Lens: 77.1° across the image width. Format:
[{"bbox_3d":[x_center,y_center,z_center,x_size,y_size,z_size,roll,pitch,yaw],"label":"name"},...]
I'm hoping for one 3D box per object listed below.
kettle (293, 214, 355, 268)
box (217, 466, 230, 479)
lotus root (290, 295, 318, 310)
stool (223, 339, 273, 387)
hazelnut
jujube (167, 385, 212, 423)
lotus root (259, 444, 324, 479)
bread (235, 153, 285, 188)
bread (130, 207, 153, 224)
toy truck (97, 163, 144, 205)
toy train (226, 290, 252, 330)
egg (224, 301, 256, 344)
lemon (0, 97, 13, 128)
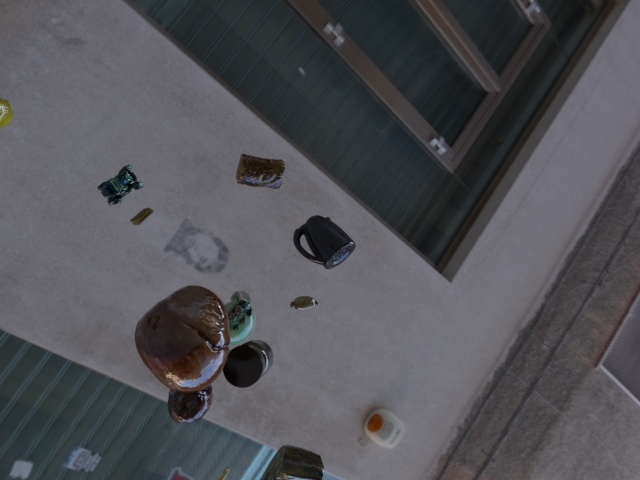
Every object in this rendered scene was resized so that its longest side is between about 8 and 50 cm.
[{"bbox_3d":[0.000,0.000,2.171,0.268,0.290,0.207,-32,160,-21],"label":"kettle"},{"bbox_3d":[-0.403,0.953,1.549,0.149,0.020,0.073,-40,154,-58],"label":"box"},{"bbox_3d":[-0.083,0.307,1.967,0.062,0.150,0.073,-61,-141,46],"label":"lotus root"},{"bbox_3d":[-0.326,0.560,1.855,0.179,0.179,0.264,-54,173,-4],"label":"stool"},{"bbox_3d":[-0.463,0.343,1.407,0.372,0.316,0.372,2,90,-85],"label":"hazelnut"},{"bbox_3d":[-0.515,0.617,1.574,0.183,0.183,0.243,-59,-174,-14],"label":"jujube"},{"bbox_3d":[-0.087,0.640,1.057,0.234,0.119,0.138,-61,-175,14],"label":"lotus root"},{"bbox_3d":[-0.233,-0.263,1.556,0.103,0.172,0.132,-104,-151,-41],"label":"bread"},{"bbox_3d":[-0.844,-0.113,1.898,0.090,0.035,0.094,-2,-138,48],"label":"bread"},{"bbox_3d":[-0.631,-0.163,1.242,0.154,0.080,0.078,-25,-167,24],"label":"toy truck"},{"bbox_3d":[-0.387,0.325,1.821,0.194,0.081,0.125,-47,-134,20],"label":"toy train"},{"bbox_3d":[-0.453,0.434,2.126,0.270,0.220,0.220,-43,-155,35],"label":"egg"},{"bbox_3d":[-0.826,-0.319,1.008,0.082,0.082,0.110,-27,-158,43],"label":"lemon"}]
